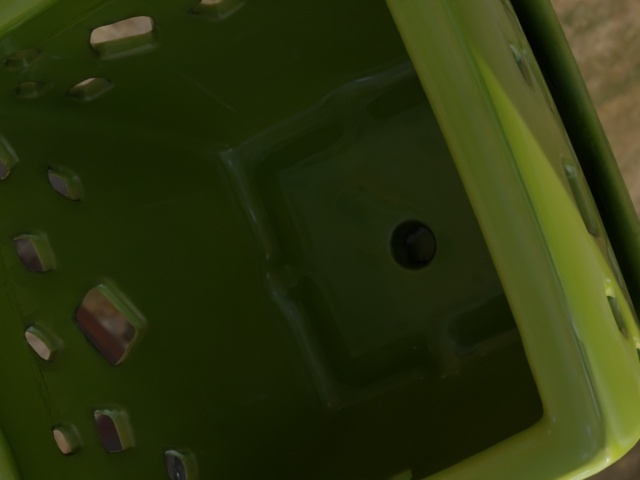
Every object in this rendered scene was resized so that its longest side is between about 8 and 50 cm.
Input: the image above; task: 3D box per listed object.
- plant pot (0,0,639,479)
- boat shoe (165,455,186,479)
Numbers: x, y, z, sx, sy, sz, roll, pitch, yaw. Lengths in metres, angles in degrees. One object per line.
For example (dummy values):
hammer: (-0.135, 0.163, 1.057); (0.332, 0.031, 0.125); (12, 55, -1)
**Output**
plant pot: (0.000, 0.000, 0.633); (0.227, 0.228, 0.207); (-25, 171, 25)
boat shoe: (-0.003, 0.023, 1.009); (0.122, 0.119, 0.324); (95, 9, -78)
